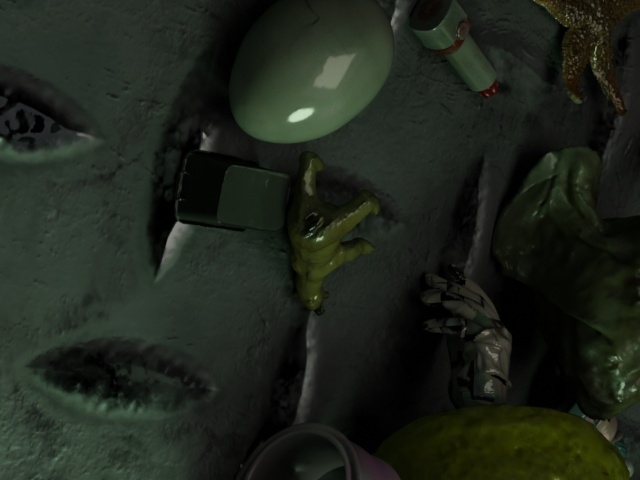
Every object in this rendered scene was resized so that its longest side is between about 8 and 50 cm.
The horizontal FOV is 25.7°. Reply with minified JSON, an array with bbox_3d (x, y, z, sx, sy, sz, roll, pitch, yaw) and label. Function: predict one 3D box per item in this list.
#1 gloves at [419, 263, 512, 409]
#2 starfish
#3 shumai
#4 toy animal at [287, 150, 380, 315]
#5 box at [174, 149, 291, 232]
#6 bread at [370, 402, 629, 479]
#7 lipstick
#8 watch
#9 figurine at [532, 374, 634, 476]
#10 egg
[{"bbox_3d":[0.195,0.128,1.792,0.127,0.111,0.212,34,51,-57],"label":"gloves"},{"bbox_3d":[0.388,-0.287,1.968,0.295,0.048,0.231,-9,96,-45],"label":"starfish"},{"bbox_3d":[0.361,0.047,1.889,0.288,0.292,0.330,37,68,-11],"label":"shumai"},{"bbox_3d":[0.000,0.000,1.600,0.101,0.103,0.218,-60,170,-22],"label":"toy animal"},{"bbox_3d":[-0.092,-0.050,1.531,0.122,0.069,0.084,7,93,-45],"label":"box"},{"bbox_3d":[0.222,0.394,1.708,0.348,0.348,0.307,40,35,-42],"label":"bread"},{"bbox_3d":[0.184,-0.235,1.773,0.186,0.057,0.063,43,69,-44],"label":"lipstick"},{"bbox_3d":[-0.002,0.325,1.583,0.211,0.248,0.217,38,71,-39],"label":"watch"},{"bbox_3d":[0.396,0.284,2.071,0.138,0.110,0.245,-61,137,-29],"label":"figurine"},{"bbox_3d":[-0.012,-0.190,1.521,0.209,0.151,0.151,-43,127,-21],"label":"egg"}]
